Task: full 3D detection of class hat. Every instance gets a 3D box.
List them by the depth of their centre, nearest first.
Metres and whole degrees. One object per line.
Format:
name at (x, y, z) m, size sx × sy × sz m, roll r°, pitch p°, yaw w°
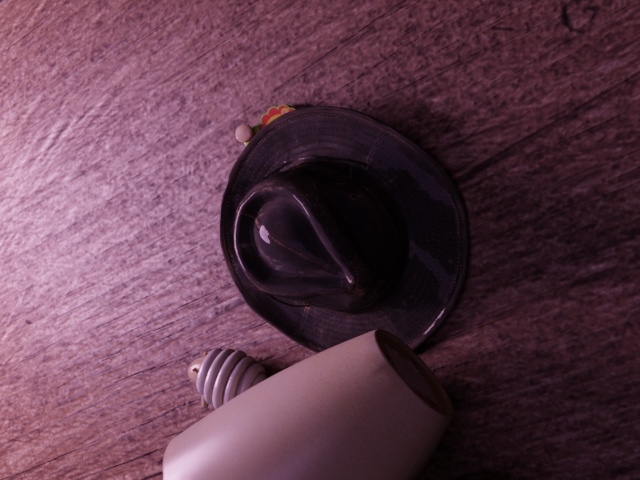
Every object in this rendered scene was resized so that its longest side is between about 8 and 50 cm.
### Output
hat at (0.000, 0.000, 1.017) m, size 0.331 × 0.134 × 0.331 m, roll 3°, pitch 98°, yaw 23°

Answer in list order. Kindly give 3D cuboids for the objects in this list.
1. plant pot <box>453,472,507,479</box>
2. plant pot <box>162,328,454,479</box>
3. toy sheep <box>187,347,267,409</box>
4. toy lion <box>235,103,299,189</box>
plant pot at (0.154, 0.332, 0.945) m, size 0.167 × 0.165 × 0.167 m, roll 2°, pitch 95°, yaw 30°
plant pot at (0.009, 0.237, 0.994) m, size 0.274 × 0.256 × 0.256 m, roll -43°, pitch 72°, yaw 14°
toy sheep at (-0.113, 0.185, 1.138) m, size 0.132 × 0.091 × 0.091 m, roll 15°, pitch 101°, yaw 14°
toy lion at (-0.056, -0.120, 1.119) m, size 0.096 × 0.034 × 0.100 m, roll -11°, pitch 88°, yaw 22°
